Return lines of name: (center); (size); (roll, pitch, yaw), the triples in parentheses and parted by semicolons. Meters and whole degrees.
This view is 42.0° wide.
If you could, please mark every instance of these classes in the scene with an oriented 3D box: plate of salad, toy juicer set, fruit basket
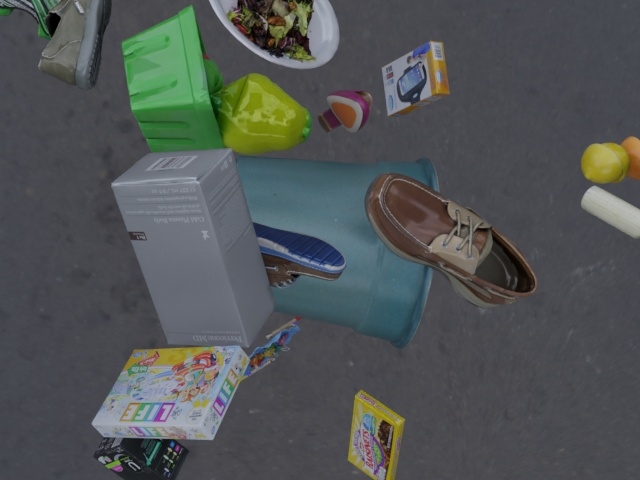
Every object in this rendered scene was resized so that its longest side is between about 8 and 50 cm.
plate of salad: (-0.054, -0.308, 1.067); (0.200, 0.048, 0.200); (19, 54, -27)
toy juicer set: (0.401, -0.069, 0.953); (0.209, 0.329, 0.089); (26, 118, 19)
fruit basket: (-0.211, -0.305, 1.813); (0.392, 0.392, 0.283); (-14, 72, 5)

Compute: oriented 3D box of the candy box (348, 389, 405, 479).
candy box: (0.105, 0.386, 1.609); (0.105, 0.206, 0.027); (32, 48, 30)

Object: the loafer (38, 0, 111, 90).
loafer: (-0.359, -0.335, 1.223); (0.087, 0.094, 0.251); (6, 58, -9)

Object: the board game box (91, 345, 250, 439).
board game box: (-0.161, 0.163, 0.898); (0.154, 0.026, 0.103); (-7, 41, 31)

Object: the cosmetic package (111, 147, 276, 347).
cosmetic package: (-0.151, 0.012, 1.033); (0.127, 0.107, 0.238); (-3, 117, 23)

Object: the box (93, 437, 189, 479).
box: (-0.210, 0.251, 0.979); (0.062, 0.083, 0.052); (-28, 27, 39)

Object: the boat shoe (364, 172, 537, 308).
boat shoe: (0.206, -0.004, 1.246); (0.116, 0.324, 0.123); (-5, 59, 55)

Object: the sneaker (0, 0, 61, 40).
sneaker: (-0.602, -0.503, 1.542); (0.343, 0.134, 0.146); (35, 98, -21)

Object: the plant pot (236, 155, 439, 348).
plant pot: (0.000, 0.000, 1.455); (0.334, 0.341, 0.341); (8, 74, -8)

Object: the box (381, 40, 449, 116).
box: (0.138, -0.242, 1.271); (0.028, 0.136, 0.081); (-1, 81, -36)

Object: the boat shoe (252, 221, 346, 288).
boat shoe: (-0.050, 0.025, 1.107); (0.183, 0.066, 0.066); (19, 117, 26)

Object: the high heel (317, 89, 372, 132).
high heel: (0.073, -0.248, 1.504); (0.117, 0.244, 0.082); (-35, 93, -9)

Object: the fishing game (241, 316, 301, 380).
fishing game: (-0.120, 0.266, 1.953); (0.189, 0.264, 0.041); (-27, 72, -41)
